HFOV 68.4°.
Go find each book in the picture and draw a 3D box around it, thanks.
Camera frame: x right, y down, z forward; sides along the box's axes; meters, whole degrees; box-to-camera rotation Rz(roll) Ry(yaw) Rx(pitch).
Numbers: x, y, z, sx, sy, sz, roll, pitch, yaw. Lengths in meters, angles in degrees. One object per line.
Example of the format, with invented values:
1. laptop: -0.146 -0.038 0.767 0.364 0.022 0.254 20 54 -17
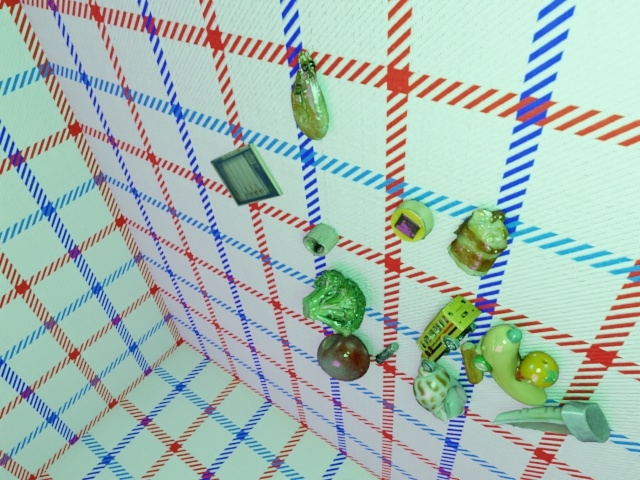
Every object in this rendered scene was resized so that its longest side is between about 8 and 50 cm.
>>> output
1. book: -0.298 -0.250 1.864 0.322 0.018 0.228 -5 120 50

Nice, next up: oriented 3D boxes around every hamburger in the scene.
1. hamburger: 0.272 -0.054 1.400 0.126 0.081 0.141 25 129 25

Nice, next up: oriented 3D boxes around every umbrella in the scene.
1. umbrella: 0.280 0.480 1.983 0.046 0.050 0.188 23 146 -5

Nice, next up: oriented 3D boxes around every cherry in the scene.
1. cherry: 0.107 0.526 2.078 0.239 0.206 0.239 18 127 26

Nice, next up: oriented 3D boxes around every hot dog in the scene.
1. hot dog: 0.434 0.003 1.274 0.146 0.103 0.213 56 142 24
2. hot dog: 0.534 0.427 1.652 0.066 0.047 0.216 -12 127 19

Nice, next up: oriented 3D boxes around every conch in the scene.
1. conch: 0.441 0.559 1.803 0.149 0.182 0.275 -130 20 -62

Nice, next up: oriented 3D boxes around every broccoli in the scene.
1. broccoli: 0.056 0.245 1.833 0.261 0.241 0.269 -175 78 -69

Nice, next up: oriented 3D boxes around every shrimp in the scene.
1. shrimp: -0.039 -0.418 1.373 0.145 0.061 0.267 31 147 36

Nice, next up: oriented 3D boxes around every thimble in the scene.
1. thimble: 0.000 0.000 1.740 0.115 0.090 0.102 -10 118 52

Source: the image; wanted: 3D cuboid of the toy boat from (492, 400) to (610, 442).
1. toy boat: 0.749 0.566 1.474 0.276 0.111 0.293 24 152 -23

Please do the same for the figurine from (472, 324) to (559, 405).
1. figurine: 0.623 0.391 1.461 0.222 0.124 0.324 -19 114 50

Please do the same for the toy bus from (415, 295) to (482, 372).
1. toy bus: 0.419 0.323 1.606 0.123 0.121 0.335 44 148 19
